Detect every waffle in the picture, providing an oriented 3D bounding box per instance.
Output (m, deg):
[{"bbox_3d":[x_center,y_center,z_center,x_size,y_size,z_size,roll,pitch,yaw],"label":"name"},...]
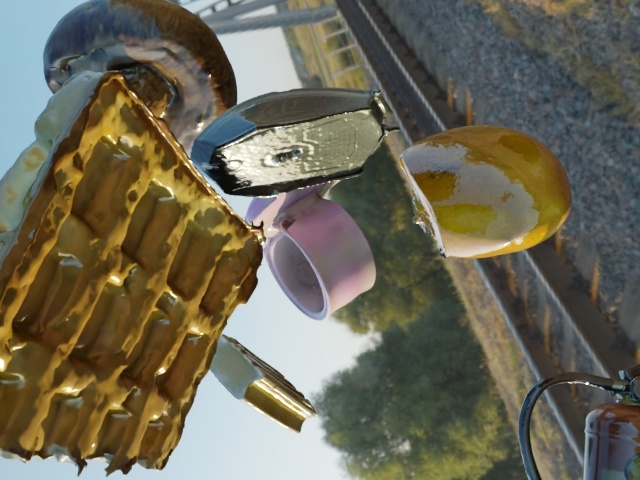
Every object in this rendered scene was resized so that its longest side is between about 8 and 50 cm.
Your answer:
[{"bbox_3d":[-0.179,0.057,0.582,0.304,0.078,0.348,-68,-22,-17],"label":"waffle"}]

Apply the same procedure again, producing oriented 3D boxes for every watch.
[{"bbox_3d":[0.000,0.000,1.030,0.217,0.211,0.248,55,154,6],"label":"watch"}]

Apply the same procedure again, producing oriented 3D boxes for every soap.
[{"bbox_3d":[-0.133,0.328,1.451,0.173,0.089,0.274,37,171,40],"label":"soap"}]

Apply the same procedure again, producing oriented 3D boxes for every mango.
[{"bbox_3d":[0.177,-0.056,0.716,0.126,0.154,0.252,63,168,-22],"label":"mango"}]

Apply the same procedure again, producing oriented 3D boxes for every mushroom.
[{"bbox_3d":[-0.267,-0.226,0.938,0.263,0.283,0.195,42,-166,-31],"label":"mushroom"}]

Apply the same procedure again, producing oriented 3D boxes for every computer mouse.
[{"bbox_3d":[-0.028,-0.117,0.697,0.126,0.231,0.071,86,169,-60],"label":"computer mouse"}]

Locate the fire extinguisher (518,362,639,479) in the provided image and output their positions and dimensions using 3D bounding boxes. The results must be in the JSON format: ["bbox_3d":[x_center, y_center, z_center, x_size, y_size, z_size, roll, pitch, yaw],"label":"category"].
[{"bbox_3d":[0.346,0.310,0.771,0.113,0.200,0.375,151,130,-74],"label":"fire extinguisher"}]
